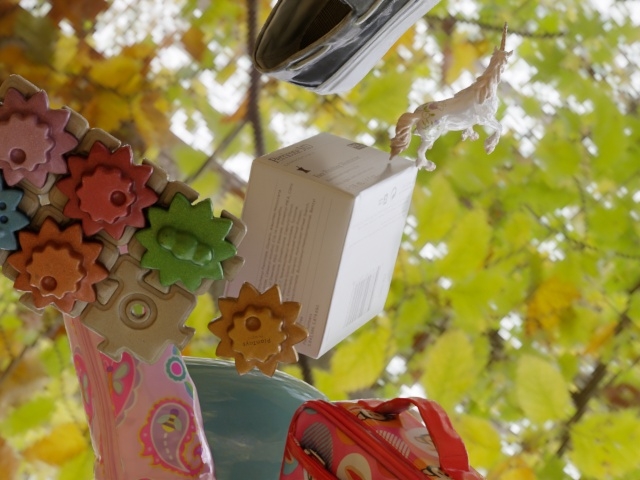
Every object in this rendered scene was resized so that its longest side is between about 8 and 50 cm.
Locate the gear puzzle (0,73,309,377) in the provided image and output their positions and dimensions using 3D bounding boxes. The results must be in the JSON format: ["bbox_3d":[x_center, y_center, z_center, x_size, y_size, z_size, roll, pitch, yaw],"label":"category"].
[{"bbox_3d":[-0.164,0.021,1.261,0.175,0.339,0.044,-54,-171,16],"label":"gear puzzle"}]

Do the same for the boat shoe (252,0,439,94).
[{"bbox_3d":[0.044,-0.264,1.496,0.335,0.119,0.121,-54,-127,38],"label":"boat shoe"}]

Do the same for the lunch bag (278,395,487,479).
[{"bbox_3d":[0.066,0.268,1.347,0.293,0.120,0.258,32,-67,56],"label":"lunch bag"}]

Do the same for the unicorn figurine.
[{"bbox_3d":[0.147,-0.134,1.541,0.162,0.111,0.060,-31,-126,-19],"label":"unicorn figurine"}]

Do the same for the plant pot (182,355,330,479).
[{"bbox_3d":[-0.103,0.270,1.716,0.235,0.293,0.293,-2,-127,-3],"label":"plant pot"}]

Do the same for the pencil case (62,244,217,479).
[{"bbox_3d":[-0.183,0.130,1.429,0.124,0.124,0.284,-24,-108,27],"label":"pencil case"}]

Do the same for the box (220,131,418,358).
[{"bbox_3d":[0.000,0.000,1.550,0.119,0.181,0.182,20,-69,19],"label":"box"}]
